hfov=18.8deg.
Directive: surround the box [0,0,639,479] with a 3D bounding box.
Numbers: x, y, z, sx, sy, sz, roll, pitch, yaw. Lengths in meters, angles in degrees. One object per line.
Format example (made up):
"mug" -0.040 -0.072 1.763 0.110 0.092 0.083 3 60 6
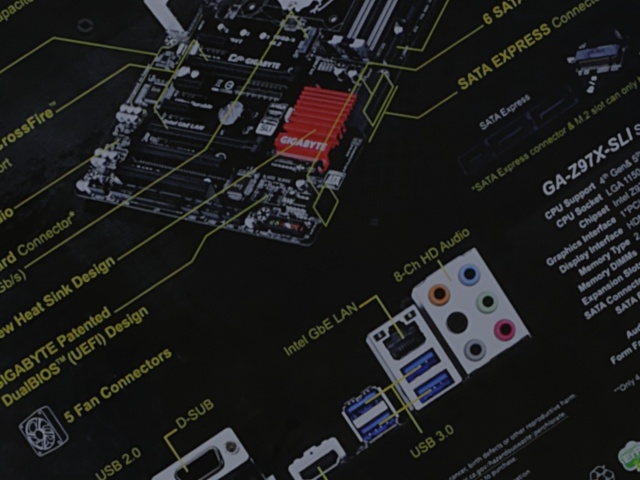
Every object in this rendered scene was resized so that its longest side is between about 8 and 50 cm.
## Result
"box" -0.040 -0.002 0.452 0.257 0.322 0.079 56 -4 -4
